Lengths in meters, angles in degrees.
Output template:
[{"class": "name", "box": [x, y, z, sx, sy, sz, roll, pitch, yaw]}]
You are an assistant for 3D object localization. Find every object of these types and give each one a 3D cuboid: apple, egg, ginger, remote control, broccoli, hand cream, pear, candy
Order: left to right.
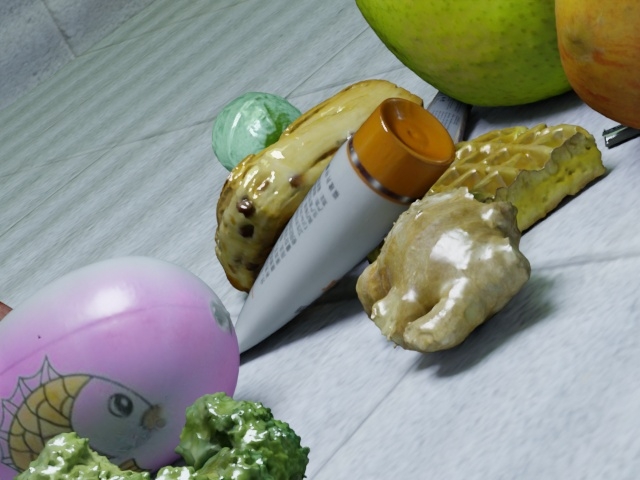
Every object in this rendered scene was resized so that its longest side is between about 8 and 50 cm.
[{"class": "egg", "box": [-0.197, 0.125, 1.554, 0.271, 0.196, 0.196, -34, 12, 30]}, {"class": "broccoli", "box": [-0.135, 0.198, 1.254, 0.254, 0.186, 0.302, -35, 22, 11]}, {"class": "hand cream", "box": [0.000, 0.000, 1.668, 0.314, 0.089, 0.139, -47, 4, 36]}, {"class": "candy", "box": [0.014, -0.104, 2.064, 0.119, 0.119, 0.440, -36, 26, -24]}, {"class": "ginger", "box": [0.104, 0.024, 1.527, 0.157, 0.102, 0.216, -53, 22, 0]}, {"class": "hand cream", "box": [0.142, -0.135, 2.008, 0.067, 0.043, 0.209, 16, 28, 8]}, {"class": "pear", "box": [0.213, -0.327, 1.934, 0.391, 0.391, 0.391, -26, 17, 9]}, {"class": "remote control", "box": [0.320, -0.118, 1.738, 0.091, 0.016, 0.034, -23, 13, 14]}, {"class": "apple", "box": [0.357, -0.245, 1.621, 0.275, 0.299, 0.299, 7, 28, 13]}]

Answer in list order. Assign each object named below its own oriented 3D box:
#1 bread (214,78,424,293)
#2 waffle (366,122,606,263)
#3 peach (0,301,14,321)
[{"class": "bread", "box": [-0.007, -0.062, 1.814, 0.235, 0.099, 0.210, -33, -15, -22]}, {"class": "waffle", "box": [0.132, -0.039, 1.732, 0.229, 0.057, 0.219, -35, 18, -17]}, {"class": "peach", "box": [-0.354, 0.131, 1.870, 0.152, 0.152, 0.152, -26, 17, 9]}]
